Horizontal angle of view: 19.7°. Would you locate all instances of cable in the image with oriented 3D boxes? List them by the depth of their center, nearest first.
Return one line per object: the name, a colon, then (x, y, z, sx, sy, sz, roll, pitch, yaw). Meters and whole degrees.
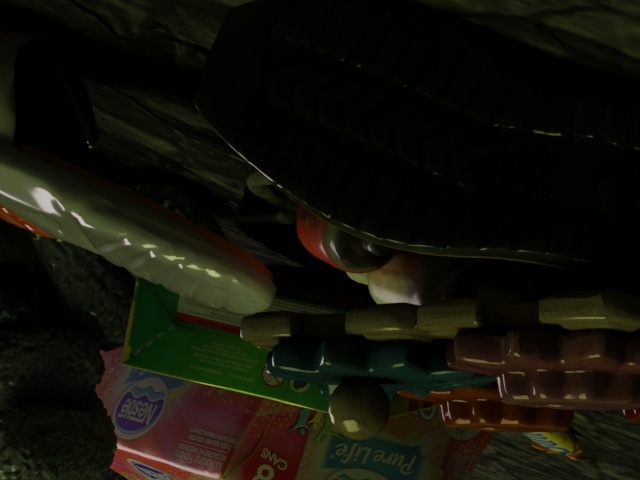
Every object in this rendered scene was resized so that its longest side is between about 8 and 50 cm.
cable: (0.000, 0.000, 0.802, 0.139, 0.072, 0.287, 19, 170, -22)

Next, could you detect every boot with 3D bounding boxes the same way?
boot: (0.060, -0.015, 0.643, 0.198, 0.077, 0.137, 22, 174, 12)

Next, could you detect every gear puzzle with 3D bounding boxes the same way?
gear puzzle: (0.130, 0.066, 0.724, 0.175, 0.044, 0.339, -6, 168, 40)

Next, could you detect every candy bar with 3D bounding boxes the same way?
candy bar: (0.128, 0.110, 1.199, 0.040, 0.018, 0.161, 16, 165, 36)

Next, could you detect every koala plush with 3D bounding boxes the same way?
koala plush: (-0.200, 0.008, 0.989, 0.203, 0.196, 0.221, 30, 177, 30)

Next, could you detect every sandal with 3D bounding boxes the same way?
sandal: (-0.119, -0.046, 0.826, 0.265, 0.076, 0.102, 24, 166, 22)

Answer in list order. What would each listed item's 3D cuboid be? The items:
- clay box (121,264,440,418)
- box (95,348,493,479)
clay box: (0.007, 0.046, 0.920, 0.127, 0.053, 0.222, 12, -176, 18)
box: (-0.041, 0.111, 1.195, 0.154, 0.142, 0.300, 38, 164, -25)
